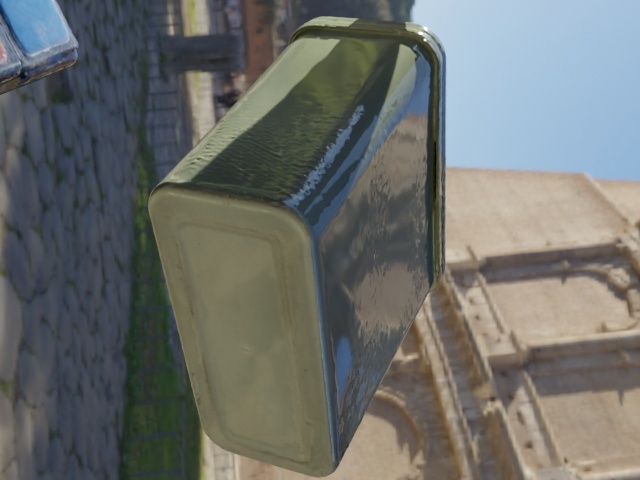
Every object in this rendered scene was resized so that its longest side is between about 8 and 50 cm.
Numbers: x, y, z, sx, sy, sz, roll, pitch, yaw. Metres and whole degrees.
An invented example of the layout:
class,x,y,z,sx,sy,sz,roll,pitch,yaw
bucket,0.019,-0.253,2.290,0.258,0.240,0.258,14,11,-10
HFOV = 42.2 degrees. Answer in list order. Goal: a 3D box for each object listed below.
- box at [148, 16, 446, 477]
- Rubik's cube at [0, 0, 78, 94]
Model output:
class,x,y,z,sx,sy,sz,roll,pitch,yaw
box,0.000,0.000,0.862,0.344,0.177,0.352,-55,149,-46
Rubik's cube,-0.521,-0.244,0.799,0.363,0.362,0.359,68,24,-15
